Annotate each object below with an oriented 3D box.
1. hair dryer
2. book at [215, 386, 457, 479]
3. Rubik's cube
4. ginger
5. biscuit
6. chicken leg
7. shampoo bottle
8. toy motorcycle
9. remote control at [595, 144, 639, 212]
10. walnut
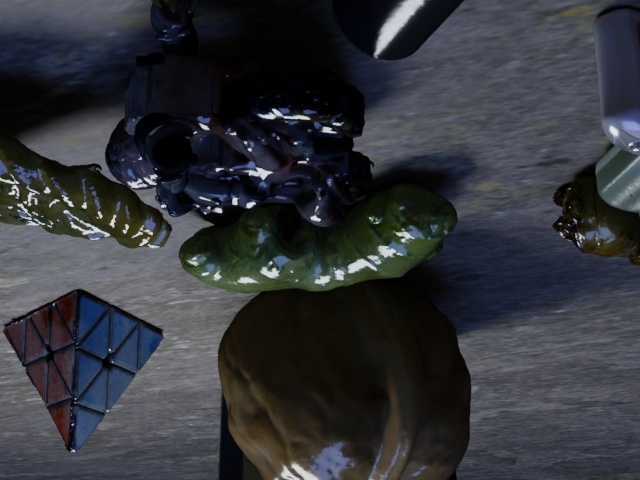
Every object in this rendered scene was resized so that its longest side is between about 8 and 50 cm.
[{"bbox_3d":[-0.021,-0.187,0.734,0.255,0.070,0.128,13,156,-21],"label":"hair dryer"},{"bbox_3d":[0.021,0.278,1.552,0.299,0.428,0.039,1,131,-2],"label":"book"},{"bbox_3d":[-0.267,0.123,1.611,0.178,0.211,0.190,-12,147,-39],"label":"Rubik's cube"},{"bbox_3d":[-0.004,0.002,1.226,0.289,0.089,0.137,-3,142,19],"label":"ginger"},{"bbox_3d":[-0.273,-0.051,1.038,0.273,0.036,0.187,10,163,24],"label":"biscuit"},{"bbox_3d":[0.277,-0.014,1.212,0.093,0.070,0.178,31,-176,36],"label":"chicken leg"},{"bbox_3d":[0.226,-0.107,0.890,0.072,0.099,0.043,18,154,-40],"label":"shampoo bottle"},{"bbox_3d":[-0.068,-0.086,0.877,0.207,0.134,0.401,4,172,4],"label":"toy motorcycle"},{"bbox_3d":[0.333,-0.092,0.984,0.127,0.066,0.335,2,161,-10],"label":"remote control"},{"bbox_3d":[0.035,0.174,1.442,0.296,0.285,0.285,6,160,-30],"label":"walnut"}]
